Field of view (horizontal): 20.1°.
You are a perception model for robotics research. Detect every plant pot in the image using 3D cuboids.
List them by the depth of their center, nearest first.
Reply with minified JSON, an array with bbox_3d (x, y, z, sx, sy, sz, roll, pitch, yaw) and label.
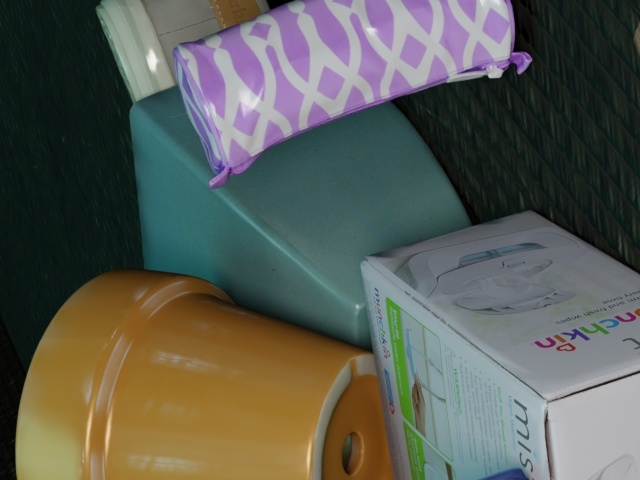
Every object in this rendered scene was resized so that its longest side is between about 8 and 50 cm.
[{"bbox_3d":[-0.055,0.126,1.142,0.188,0.205,0.205,5,117,29],"label":"plant pot"},{"bbox_3d":[0.000,0.000,1.261,0.234,0.166,0.165,45,148,40],"label":"plant pot"}]

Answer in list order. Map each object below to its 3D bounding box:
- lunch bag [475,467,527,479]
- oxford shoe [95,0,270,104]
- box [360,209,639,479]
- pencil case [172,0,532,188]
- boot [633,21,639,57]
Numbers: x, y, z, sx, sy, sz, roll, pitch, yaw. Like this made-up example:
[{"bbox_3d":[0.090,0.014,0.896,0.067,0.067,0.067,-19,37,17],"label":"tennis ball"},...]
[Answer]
[{"bbox_3d":[0.080,0.163,0.909,0.098,0.067,0.065,112,139,-58],"label":"lunch bag"},{"bbox_3d":[-0.091,-0.131,1.485,0.449,0.130,0.169,115,131,-85],"label":"oxford shoe"},{"bbox_3d":[0.136,0.146,1.039,0.231,0.127,0.262,-145,41,-61],"label":"box"},{"bbox_3d":[0.016,-0.105,1.053,0.086,0.206,0.088,142,107,-85],"label":"pencil case"},{"bbox_3d":[0.160,-0.175,0.791,0.152,0.073,0.197,106,145,-47],"label":"boot"}]
